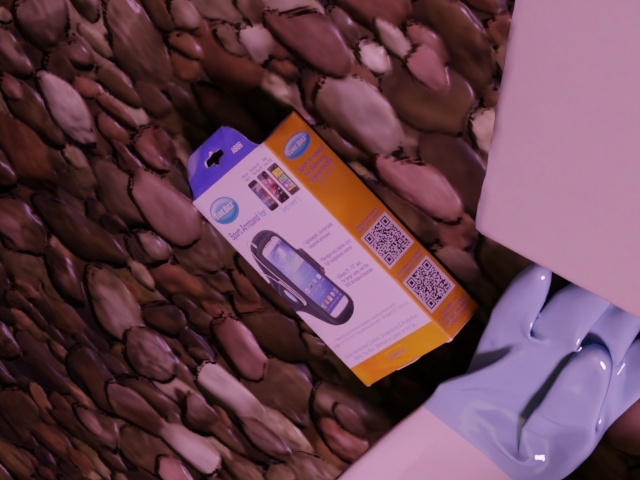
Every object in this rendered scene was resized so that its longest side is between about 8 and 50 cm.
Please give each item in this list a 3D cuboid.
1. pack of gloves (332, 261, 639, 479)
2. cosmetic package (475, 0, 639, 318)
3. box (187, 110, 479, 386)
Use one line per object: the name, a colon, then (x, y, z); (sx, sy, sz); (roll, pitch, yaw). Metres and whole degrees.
pack of gloves: (0.134, 0.105, 0.873); (0.195, 0.046, 0.232); (40, 137, 3)
cosmetic package: (0.209, -0.017, 0.536); (0.296, 0.153, 0.129); (28, 143, 19)
box: (0.000, 0.000, 0.892); (0.136, 0.028, 0.081); (48, 147, -5)
